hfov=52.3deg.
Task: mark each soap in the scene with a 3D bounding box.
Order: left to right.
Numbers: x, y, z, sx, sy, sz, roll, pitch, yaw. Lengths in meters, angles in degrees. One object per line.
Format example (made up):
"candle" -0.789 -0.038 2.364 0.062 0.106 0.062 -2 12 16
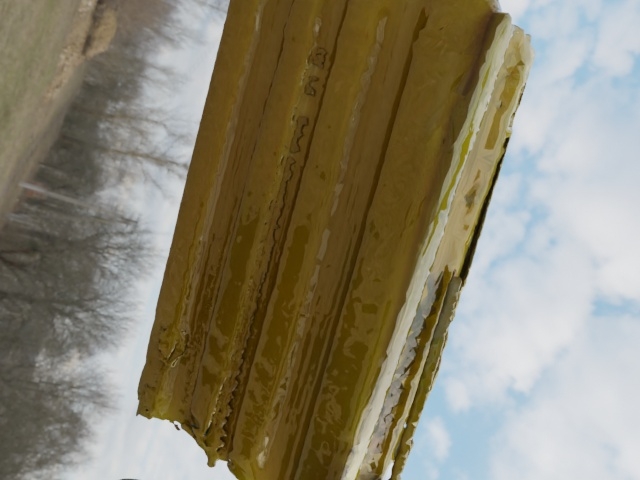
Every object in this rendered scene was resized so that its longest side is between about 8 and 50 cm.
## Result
"soap" 0.000 0.001 0.433 0.204 0.096 0.324 22 -80 37

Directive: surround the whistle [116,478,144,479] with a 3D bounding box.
"whistle" -0.185 0.284 0.508 0.093 0.269 0.180 110 -35 -44
